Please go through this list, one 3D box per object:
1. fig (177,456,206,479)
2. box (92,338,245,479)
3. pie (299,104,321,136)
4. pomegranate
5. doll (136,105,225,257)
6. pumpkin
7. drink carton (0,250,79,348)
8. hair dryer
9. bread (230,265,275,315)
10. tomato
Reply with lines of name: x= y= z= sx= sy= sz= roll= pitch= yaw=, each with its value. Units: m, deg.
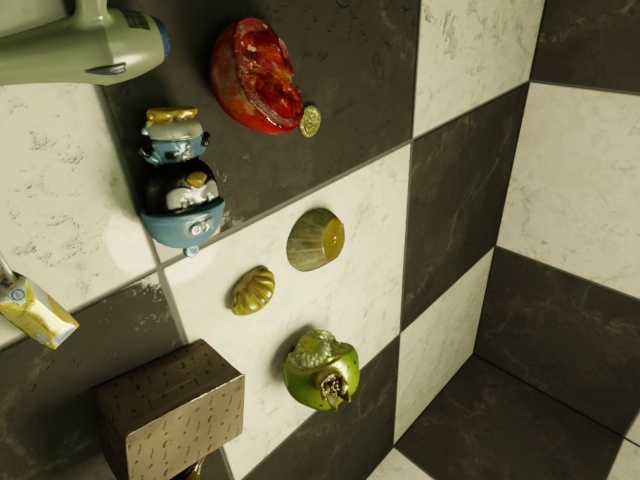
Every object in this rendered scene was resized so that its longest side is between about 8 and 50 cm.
fig: x=-0.385 y=0.763 z=1.236 sx=0.320 sy=0.217 sz=0.216 roll=-67 pitch=149 yaw=-34
box: x=-0.362 y=0.425 z=1.036 sx=0.297 sy=0.190 sz=0.225 roll=-18 pitch=124 yaw=-41
pie: x=-0.030 y=-0.318 z=1.122 sx=0.084 sy=0.021 sz=0.084 roll=-23 pitch=123 yaw=-40
pomegranate: x=0.010 y=0.435 z=1.367 sx=0.261 sy=0.341 sz=0.260 roll=-2 pitch=100 yaw=-10
doll: x=-0.281 y=-0.108 z=0.857 sx=0.177 sy=0.141 sz=0.313 roll=-26 pitch=126 yaw=-43
pumpkin: x=0.007 y=0.010 z=1.294 sx=0.217 sy=0.110 sz=0.217 roll=-20 pitch=119 yaw=-41
drink carton: x=-0.527 y=0.108 z=0.745 sx=0.074 sy=0.084 sz=0.200 roll=-52 pitch=141 yaw=-30
hair dryer: x=-0.392 y=-0.318 z=0.593 sx=0.296 sy=0.119 sz=0.298 roll=-33 pitch=161 yaw=-9
bread: x=-0.182 y=0.148 z=1.164 sx=0.157 sy=0.094 sz=0.083 roll=-40 pitch=141 yaw=-16
tomato: x=-0.147 y=-0.328 z=0.887 sx=0.200 sy=0.140 sz=0.232 roll=-3 pitch=79 yaw=-56
